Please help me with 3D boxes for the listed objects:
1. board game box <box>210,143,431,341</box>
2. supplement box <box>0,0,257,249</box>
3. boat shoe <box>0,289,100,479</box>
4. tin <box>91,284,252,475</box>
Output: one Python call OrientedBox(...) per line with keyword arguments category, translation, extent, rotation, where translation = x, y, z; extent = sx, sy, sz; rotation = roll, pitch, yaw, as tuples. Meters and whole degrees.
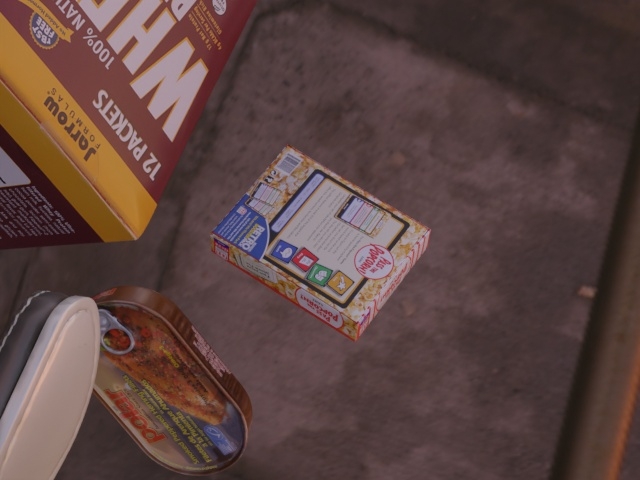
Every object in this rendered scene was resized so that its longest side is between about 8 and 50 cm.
OrientedBox(category="board game box", translation=(0.000, 0.000, 1.512), extent=(0.193, 0.045, 0.147), rotation=(32, 63, 16))
OrientedBox(category="supplement box", translation=(-0.159, -0.107, 0.680), extent=(0.129, 0.194, 0.191), rotation=(54, 45, -39))
OrientedBox(category="boat shoe", translation=(-0.249, 0.168, 1.012), extent=(0.091, 0.109, 0.305), rotation=(25, 102, 20))
OrientedBox(category="tin", translation=(-0.136, 0.120, 1.181), extent=(0.106, 0.040, 0.190), rotation=(-29, 110, 20))
